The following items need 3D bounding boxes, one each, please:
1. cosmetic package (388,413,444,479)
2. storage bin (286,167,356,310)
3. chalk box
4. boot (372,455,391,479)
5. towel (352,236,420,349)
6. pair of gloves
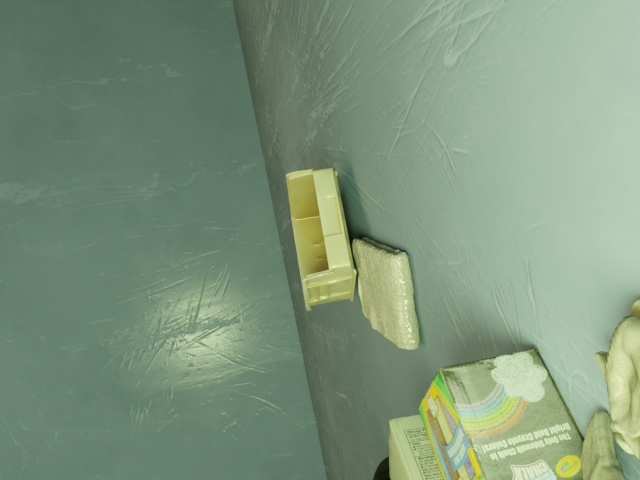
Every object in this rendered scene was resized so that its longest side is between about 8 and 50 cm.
[{"bbox_3d":[0.198,0.377,0.788,0.296,0.153,0.129,-107,13,-61],"label":"cosmetic package"},{"bbox_3d":[0.000,0.000,1.422,0.260,0.123,0.262,87,174,-68],"label":"storage bin"},{"bbox_3d":[0.220,0.257,0.692,0.132,0.132,0.213,97,160,-55],"label":"chalk box"},{"bbox_3d":[0.183,0.641,1.229,0.260,0.131,0.348,98,157,-58],"label":"boot"},{"bbox_3d":[0.126,0.097,1.212,0.282,0.049,0.187,-155,54,-76],"label":"towel"},{"bbox_3d":[0.251,0.184,0.493,0.204,0.042,0.240,-70,-18,-54],"label":"pair of gloves"}]
